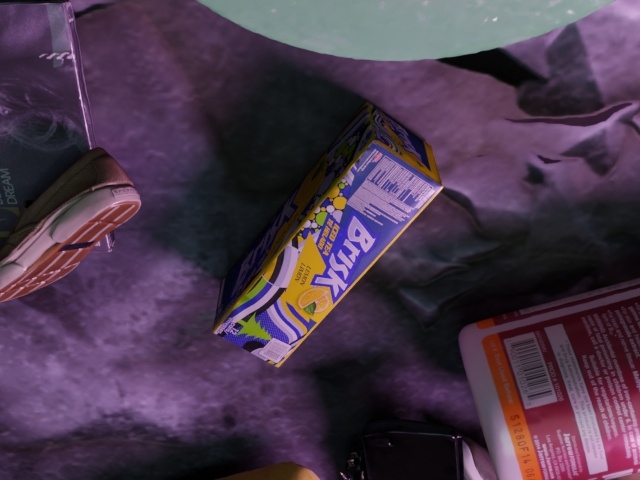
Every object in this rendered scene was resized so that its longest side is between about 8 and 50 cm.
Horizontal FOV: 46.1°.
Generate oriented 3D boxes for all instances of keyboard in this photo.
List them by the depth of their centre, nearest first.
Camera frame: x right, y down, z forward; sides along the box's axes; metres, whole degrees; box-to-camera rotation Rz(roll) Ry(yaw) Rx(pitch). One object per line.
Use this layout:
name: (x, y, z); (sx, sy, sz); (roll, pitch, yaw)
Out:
keyboard: (0.066, 0.189, 0.609); (0.100, 0.038, 0.192); (1, 135, 11)

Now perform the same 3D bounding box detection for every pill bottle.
pill bottle: (0.213, 0.087, 0.499); (0.221, 0.121, 0.121); (-16, 122, 9)

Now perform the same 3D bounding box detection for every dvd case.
dvd case: (-0.248, -0.062, 0.454); (0.221, 0.018, 0.164); (-1, 123, -1)

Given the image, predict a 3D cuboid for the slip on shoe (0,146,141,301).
slip on shoe: (-0.168, -0.006, 0.460); (0.135, 0.051, 0.041); (-35, 80, 27)

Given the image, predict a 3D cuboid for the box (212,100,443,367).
box: (0.000, 0.000, 0.474); (0.054, 0.059, 0.169); (32, 117, -19)

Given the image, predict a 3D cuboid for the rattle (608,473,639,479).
rattle: (0.257, 0.217, 0.516); (0.142, 0.199, 0.130); (10, 91, -17)

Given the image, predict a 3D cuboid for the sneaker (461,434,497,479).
sneaker: (0.161, 0.194, 0.617); (0.065, 0.061, 0.158); (-48, 116, -4)

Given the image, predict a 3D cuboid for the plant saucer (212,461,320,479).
plant saucer: (-0.100, 0.379, 0.644); (0.333, 0.081, 0.333); (-19, 107, 16)

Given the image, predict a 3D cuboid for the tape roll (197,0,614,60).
tape roll: (0.059, -0.204, 0.255); (0.321, 0.077, 0.321); (-10, 147, -6)
